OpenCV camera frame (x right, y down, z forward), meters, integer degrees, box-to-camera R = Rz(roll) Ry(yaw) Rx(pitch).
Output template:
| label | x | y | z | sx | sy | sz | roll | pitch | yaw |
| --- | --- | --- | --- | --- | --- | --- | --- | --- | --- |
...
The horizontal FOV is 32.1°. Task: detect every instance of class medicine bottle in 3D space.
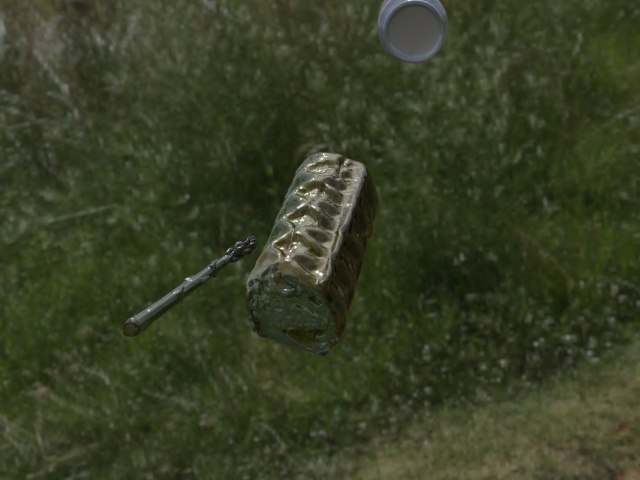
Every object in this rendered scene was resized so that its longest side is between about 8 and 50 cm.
| label | x | y | z | sx | sy | sz | roll | pitch | yaw |
| --- | --- | --- | --- | --- | --- | --- | --- | --- | --- |
| medicine bottle | 0.067 | -0.157 | 0.811 | 0.052 | 0.052 | 0.089 | -9 | 16 | 6 |

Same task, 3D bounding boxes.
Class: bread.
| label | x | y | z | sx | sy | sz | roll | pitch | yaw |
| --- | --- | --- | --- | --- | --- | --- | --- | --- | --- |
| bread | -0.001 | -0.001 | 1.073 | 0.098 | 0.087 | 0.269 | 22 | 34 | -2 |

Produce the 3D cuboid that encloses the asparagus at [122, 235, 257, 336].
| label | x | y | z | sx | sy | sz | roll | pitch | yaw |
| --- | --- | --- | --- | --- | --- | --- | --- | --- | --- |
| asparagus | -0.148 | 0.050 | 1.308 | 0.025 | 0.024 | 0.248 | 23 | 34 | 22 |
